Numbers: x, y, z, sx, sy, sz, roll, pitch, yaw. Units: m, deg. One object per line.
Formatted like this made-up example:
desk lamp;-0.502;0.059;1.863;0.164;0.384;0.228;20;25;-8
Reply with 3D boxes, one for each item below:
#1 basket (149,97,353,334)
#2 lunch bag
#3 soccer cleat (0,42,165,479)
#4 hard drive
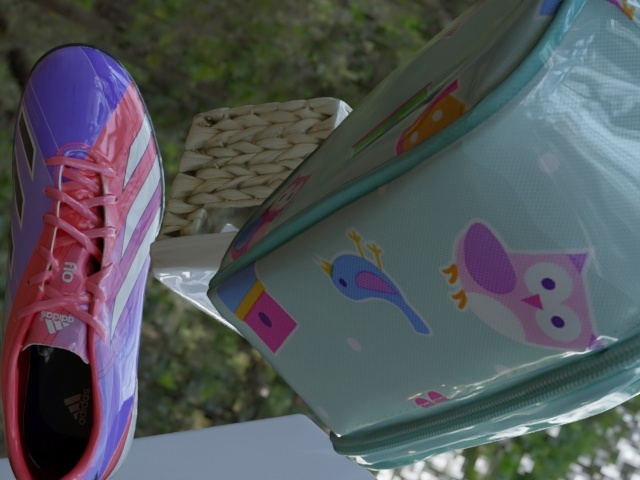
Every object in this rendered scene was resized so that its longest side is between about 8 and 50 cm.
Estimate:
basket;0.000;0.000;0.909;0.113;0.167;0.103;-3;-114;32
lunch bag;0.100;-0.051;0.533;0.279;0.108;0.224;-44;-175;-32
soccer cleat;-0.169;0.023;1.110;0.116;0.108;0.318;-66;160;-86
hard drive;-0.119;0.204;1.220;0.210;0.318;0.040;-147;-124;-60
